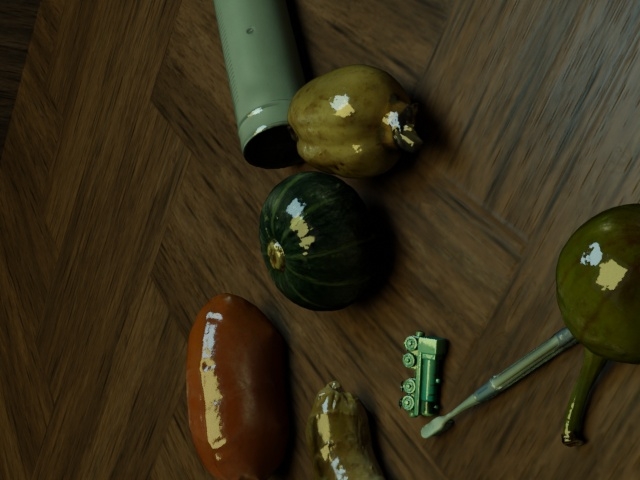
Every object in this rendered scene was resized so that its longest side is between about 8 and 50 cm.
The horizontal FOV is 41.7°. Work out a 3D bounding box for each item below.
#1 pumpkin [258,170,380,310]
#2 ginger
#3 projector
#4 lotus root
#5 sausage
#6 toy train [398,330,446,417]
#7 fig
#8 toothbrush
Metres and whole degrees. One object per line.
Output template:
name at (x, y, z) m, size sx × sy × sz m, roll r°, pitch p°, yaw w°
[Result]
pumpkin at (-0.002, 0.001, 0.982) m, size 0.167 × 0.125 × 0.167 m, roll 167°, pitch 90°, yaw -76°
ginger at (0.031, 0.252, 0.935) m, size 0.095 × 0.069 × 0.190 m, roll -50°, pitch 46°, yaw 45°
projector at (-0.085, -0.263, 1.177) m, size 0.108 × 0.108 × 0.337 m, roll -43°, pitch 50°, yaw 43°
lotus root at (0.044, -0.134, 0.955) m, size 0.118 × 0.125 × 0.221 m, roll -47°, pitch 30°, yaw -25°
sausage at (-0.114, 0.196, 1.111) m, size 0.133 × 0.133 × 0.258 m, roll -29°, pitch 61°, yaw 50°
toy train at (0.108, 0.141, 0.882) m, size 0.045 × 0.029 × 0.092 m, roll 3°, pitch 90°, yaw 40°
fig at (0.235, 0.077, 0.666) m, size 0.124 × 0.124 × 0.236 m, roll -122°, pitch 27°, yaw -44°
toothbrush at (0.168, 0.140, 0.802) m, size 0.219 × 0.019 × 0.016 m, roll -48°, pitch 49°, yaw 39°
